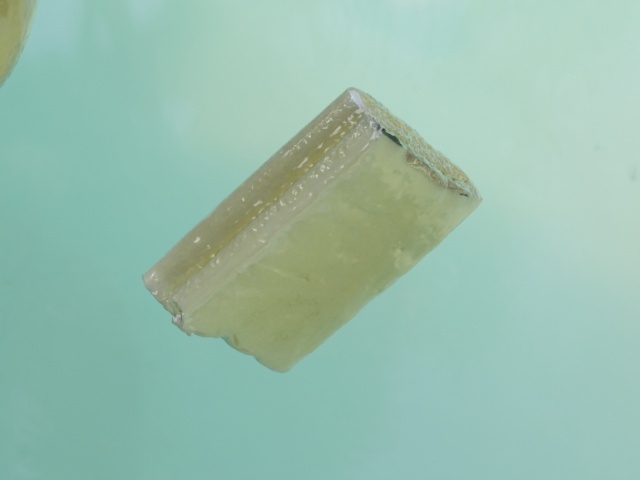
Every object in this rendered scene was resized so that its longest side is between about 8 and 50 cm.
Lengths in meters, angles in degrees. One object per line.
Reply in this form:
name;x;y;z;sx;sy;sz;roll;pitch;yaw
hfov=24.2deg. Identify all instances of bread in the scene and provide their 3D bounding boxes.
bread;0.000;0.000;0.912;0.139;0.178;0.060;30;24;-43

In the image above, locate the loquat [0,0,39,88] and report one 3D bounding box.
loquat;-0.284;-0.168;0.953;0.213;0.213;0.213;3;35;-2
